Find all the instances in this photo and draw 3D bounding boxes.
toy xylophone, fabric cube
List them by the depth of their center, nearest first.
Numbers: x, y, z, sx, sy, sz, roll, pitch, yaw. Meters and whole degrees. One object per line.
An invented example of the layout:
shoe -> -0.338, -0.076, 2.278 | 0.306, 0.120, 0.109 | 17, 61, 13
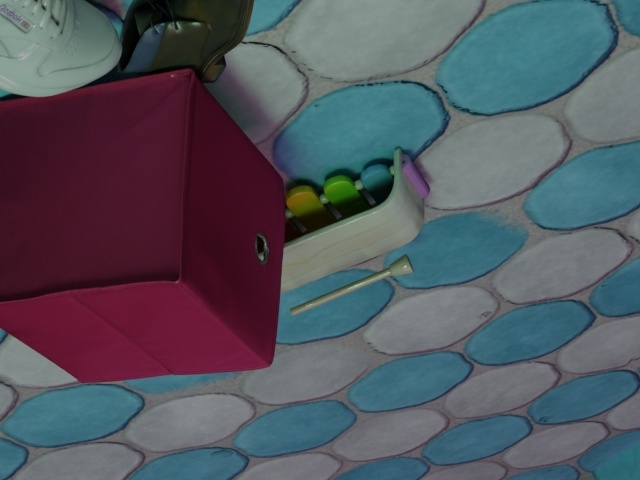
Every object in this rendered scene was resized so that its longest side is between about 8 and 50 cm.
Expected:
fabric cube -> -0.206, -0.007, 1.632 | 0.259, 0.254, 0.258 | -6, 154, 18
toy xylophone -> 0.000, 0.000, 1.972 | 0.323, 0.081, 0.236 | -17, 151, 4

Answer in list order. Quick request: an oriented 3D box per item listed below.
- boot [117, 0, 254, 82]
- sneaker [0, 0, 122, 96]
boot -> -0.139, -0.230, 1.507 | 0.106, 0.082, 0.219 | -5, 151, -23
sneaker -> -0.297, -0.224, 1.384 | 0.152, 0.114, 0.305 | -20, 155, 40
